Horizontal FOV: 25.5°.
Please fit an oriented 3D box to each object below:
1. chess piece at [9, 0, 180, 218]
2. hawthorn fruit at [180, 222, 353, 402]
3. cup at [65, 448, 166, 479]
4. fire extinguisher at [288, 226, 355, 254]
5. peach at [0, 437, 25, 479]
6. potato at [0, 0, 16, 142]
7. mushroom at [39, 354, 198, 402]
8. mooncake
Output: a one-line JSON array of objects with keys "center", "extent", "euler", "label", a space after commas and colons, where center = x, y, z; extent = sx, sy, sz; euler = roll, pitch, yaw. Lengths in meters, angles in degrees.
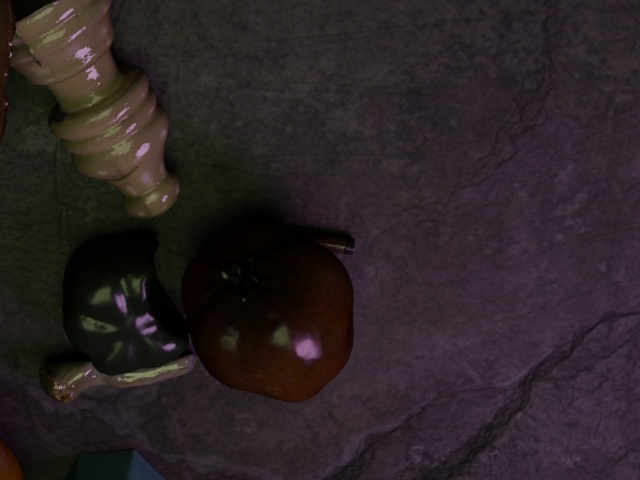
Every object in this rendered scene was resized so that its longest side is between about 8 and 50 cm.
[{"center": [-0.240, -0.152, 1.571], "extent": [0.139, 0.124, 0.307], "euler": [-46, 128, -22], "label": "chess piece"}, {"center": [-0.051, 0.096, 1.701], "extent": [0.208, 0.208, 0.248], "euler": [-23, 148, 7], "label": "hawthorn fruit"}, {"center": [-0.265, 0.393, 1.821], "extent": [0.134, 0.235, 0.148], "euler": [18, 115, -18], "label": "cup"}, {"center": [0.000, 0.000, 1.739], "extent": [0.083, 0.022, 0.028], "euler": [7, 82, -10], "label": "fire extinguisher"}, {"center": [-0.516, 0.334, 1.732], "extent": [0.332, 0.308, 0.308], "euler": [20, 118, -34], "label": "peach"}, {"center": [-0.511, -0.176, 1.332], "extent": [0.385, 0.319, 0.442], "euler": [-39, 101, 19], "label": "potato"}, {"center": [-0.252, 0.170, 1.789], "extent": [0.202, 0.059, 0.054], "euler": [-7, 91, -9], "label": "mushroom"}, {"center": [-0.230, 0.080, 1.714], "extent": [0.175, 0.104, 0.168], "euler": [36, 104, -29], "label": "mooncake"}]
